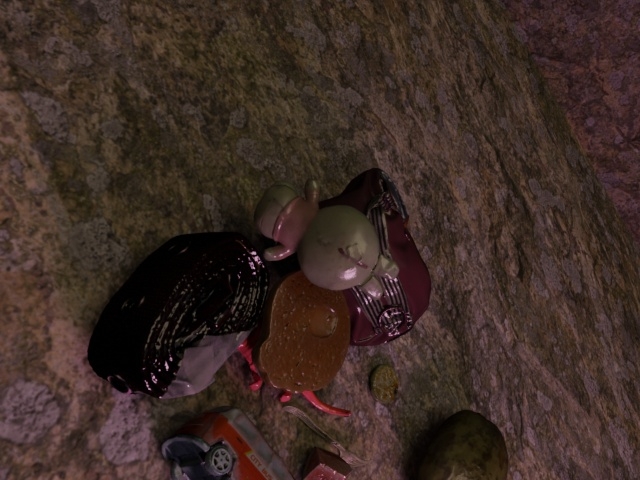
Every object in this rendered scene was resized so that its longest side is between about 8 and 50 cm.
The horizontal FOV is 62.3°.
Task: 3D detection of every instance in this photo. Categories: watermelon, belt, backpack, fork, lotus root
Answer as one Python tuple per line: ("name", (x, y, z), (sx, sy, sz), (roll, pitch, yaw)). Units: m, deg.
("watermelon", (0.009, 0.414, 0.927), (0.084, 0.072, 0.092), (18, 64, -14))
("belt", (-0.215, 0.110, 0.811), (0.289, 0.164, 0.184), (-54, 134, -42))
("backpack", (0.073, 0.054, 1.029), (0.283, 0.197, 0.317), (-29, 94, -6))
("fork", (0.013, 0.363, 0.975), (0.219, 0.034, 0.028), (42, 42, -20))
("lotus root", (0.299, 0.458, 1.105), (0.173, 0.173, 0.309), (58, 39, -5))

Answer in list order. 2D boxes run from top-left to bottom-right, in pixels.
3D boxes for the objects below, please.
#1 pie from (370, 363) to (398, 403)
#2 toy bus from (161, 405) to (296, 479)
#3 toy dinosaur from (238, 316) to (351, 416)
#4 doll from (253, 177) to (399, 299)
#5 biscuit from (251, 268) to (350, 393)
("pie", (0.134, 0.302, 1.114), (0.085, 0.017, 0.085), (16, 63, -36))
("toy bus", (-0.119, 0.371, 0.809), (0.265, 0.121, 0.120), (55, 39, -7))
("toy dinosaur", (-0.057, 0.220, 0.973), (0.286, 0.070, 0.139), (33, 32, -28))
("doll", (-0.007, -0.005, 0.860), (0.275, 0.155, 0.113), (35, 0, 24))
("biscuit", (-0.030, 0.152, 0.896), (0.181, 0.049, 0.208), (22, 69, -35))
